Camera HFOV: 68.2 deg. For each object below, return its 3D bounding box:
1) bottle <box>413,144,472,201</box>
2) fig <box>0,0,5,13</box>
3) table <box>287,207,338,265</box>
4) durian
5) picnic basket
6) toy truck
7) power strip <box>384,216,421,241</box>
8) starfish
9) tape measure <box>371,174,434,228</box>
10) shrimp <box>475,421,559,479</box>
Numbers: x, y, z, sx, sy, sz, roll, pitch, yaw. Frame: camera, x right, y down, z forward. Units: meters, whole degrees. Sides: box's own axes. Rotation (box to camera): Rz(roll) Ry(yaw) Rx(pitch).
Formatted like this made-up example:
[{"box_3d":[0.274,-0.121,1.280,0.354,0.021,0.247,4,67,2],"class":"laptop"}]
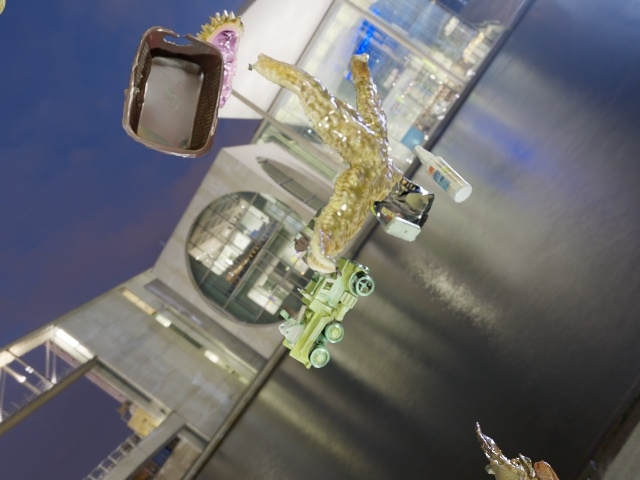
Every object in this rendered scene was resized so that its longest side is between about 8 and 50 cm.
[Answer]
[{"box_3d":[0.331,-0.194,1.311,0.060,0.217,0.060,-21,-36,-16],"class":"bottle"},{"box_3d":[-0.587,-0.421,0.755,0.153,0.136,0.120,140,140,-64],"class":"fig"},{"box_3d":[0.000,0.000,1.544,0.175,0.146,0.062,-50,-43,-1],"class":"table"},{"box_3d":[-0.350,-0.541,1.441,0.191,0.112,0.341,-24,-27,-37],"class":"durian"},{"box_3d":[-0.366,-0.349,1.172,0.129,0.223,0.296,-3,77,64],"class":"picnic basket"},{"box_3d":[0.003,0.147,1.082,0.259,0.135,0.128,-53,19,-4],"class":"toy truck"},{"box_3d":[0.180,-0.024,1.034,0.040,0.090,0.016,-51,40,27],"class":"power strip"},{"box_3d":[0.040,-0.166,0.776,0.082,0.324,0.432,-15,14,36],"class":"starfish"},{"box_3d":[0.228,-0.111,1.390,0.112,0.199,0.186,-48,-14,-23],"class":"tape measure"},{"box_3d":[0.334,0.380,0.782,0.117,0.066,0.262,-59,13,17],"class":"shrimp"}]
